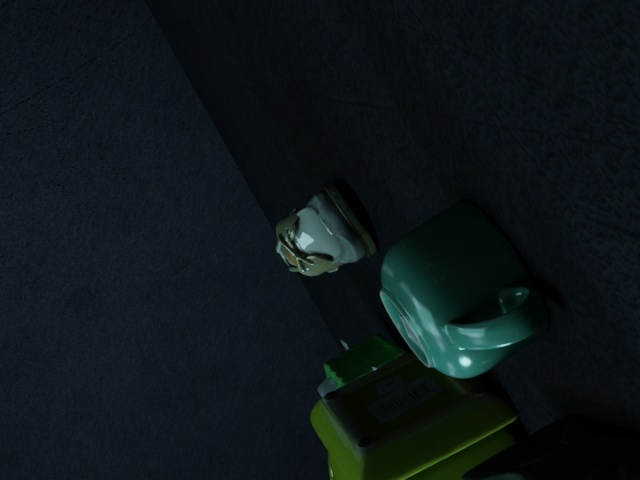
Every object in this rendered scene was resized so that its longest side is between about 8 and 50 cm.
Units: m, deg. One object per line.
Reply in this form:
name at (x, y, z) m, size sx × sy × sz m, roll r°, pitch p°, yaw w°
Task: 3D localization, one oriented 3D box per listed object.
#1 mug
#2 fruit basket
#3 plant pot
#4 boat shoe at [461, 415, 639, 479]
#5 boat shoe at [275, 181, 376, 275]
mug at (0.108, 0.043, 0.897) m, size 0.129 × 0.097 × 0.158 m, roll 57°, pitch 174°, yaw 14°
fruit basket at (0.129, 0.330, 1.722) m, size 0.327 × 0.165 × 0.353 m, roll -154°, pitch 42°, yaw -79°
plant pot at (0.125, 0.263, 1.313) m, size 0.207 × 0.228 × 0.227 m, roll 69°, pitch 171°, yaw -22°
boat shoe at (0.205, 0.215, 0.917) m, size 0.103 × 0.118 × 0.320 m, roll 63°, pitch 167°, yaw 1°
boat shoe at (0.000, 0.000, 1.525) m, size 0.113 × 0.103 × 0.302 m, roll 58°, pitch 174°, yaw 5°
